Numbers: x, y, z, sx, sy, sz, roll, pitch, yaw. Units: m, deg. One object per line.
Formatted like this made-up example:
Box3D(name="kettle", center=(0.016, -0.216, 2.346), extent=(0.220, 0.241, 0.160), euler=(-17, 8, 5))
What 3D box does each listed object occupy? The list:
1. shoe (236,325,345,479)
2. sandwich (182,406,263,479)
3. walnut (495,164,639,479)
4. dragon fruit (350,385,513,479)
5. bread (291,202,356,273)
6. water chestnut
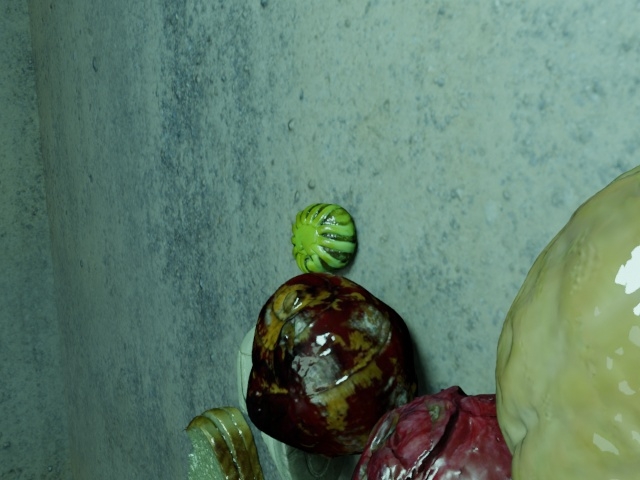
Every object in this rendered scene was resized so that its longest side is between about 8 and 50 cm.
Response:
Box3D(name="shoe", center=(-0.070, 0.303, 1.219), extent=(0.210, 0.132, 0.342), euler=(-39, 61, 53))
Box3D(name="sandwich", center=(-0.235, 0.513, 1.483), extent=(0.288, 0.099, 0.254), euler=(-37, 72, 49))
Box3D(name="walnut", center=(0.321, 0.111, 0.507), extent=(0.381, 0.381, 0.381), euler=(11, 104, 52))
Box3D(name="dragon fruit", center=(0.178, 0.314, 0.733), extent=(0.329, 0.329, 0.329), euler=(11, 104, 52))
Box3D(name="bread", center=(0.000, 0.000, 1.120), extent=(0.139, 0.071, 0.130), euler=(-5, 87, 53))
Box3D(name="water chestnut", center=(0.025, 0.186, 0.979), extent=(0.289, 0.244, 0.289), euler=(3, 94, 60))
